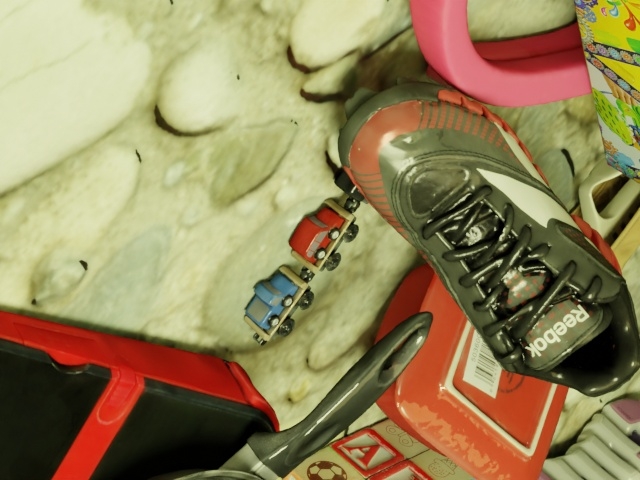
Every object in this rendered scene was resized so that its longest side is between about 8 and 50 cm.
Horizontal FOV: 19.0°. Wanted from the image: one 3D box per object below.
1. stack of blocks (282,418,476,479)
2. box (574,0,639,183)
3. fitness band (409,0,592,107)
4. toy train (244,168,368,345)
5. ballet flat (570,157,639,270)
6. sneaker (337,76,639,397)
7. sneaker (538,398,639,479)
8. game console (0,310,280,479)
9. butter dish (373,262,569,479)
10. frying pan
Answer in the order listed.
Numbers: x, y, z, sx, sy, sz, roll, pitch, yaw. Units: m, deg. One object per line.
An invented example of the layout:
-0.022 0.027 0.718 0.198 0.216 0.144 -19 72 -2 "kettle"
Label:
0.039 0.279 1.489 0.171 0.087 0.297 -21 136 -38 "stack of blocks"
0.324 -0.183 1.227 0.290 0.177 0.279 -48 150 -15 "box"
0.163 -0.189 1.224 0.291 0.054 0.209 -14 131 -45 "fitness band"
0.000 0.000 1.232 0.158 0.027 0.036 -56 143 6 "toy train"
0.197 -0.004 1.437 0.232 0.080 0.073 -48 128 -16 "ballet flat"
0.117 0.007 1.195 0.097 0.135 0.276 -39 126 12 "sneaker"
0.216 0.233 1.661 0.236 0.095 0.104 -26 146 -35 "sneaker"
-0.215 0.223 1.174 0.342 0.060 0.386 20 105 -49 "game console"
0.091 0.086 1.348 0.160 0.118 0.160 41 60 -34 "butter dish"
-0.075 0.163 1.173 0.197 0.053 0.326 12 109 -48 "frying pan"
